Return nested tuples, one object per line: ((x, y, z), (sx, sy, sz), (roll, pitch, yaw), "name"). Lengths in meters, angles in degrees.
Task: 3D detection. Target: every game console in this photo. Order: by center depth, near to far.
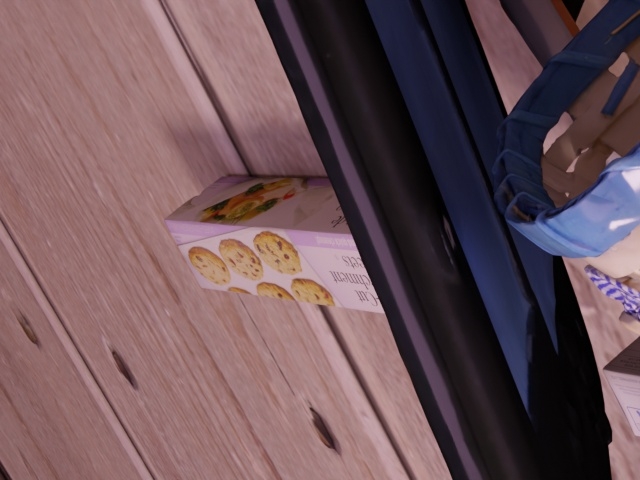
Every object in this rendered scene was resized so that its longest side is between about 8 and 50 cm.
((0.044, -0.047, 0.772), (0.342, 0.060, 0.386), (-85, -27, -73), "game console")

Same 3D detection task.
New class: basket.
((0.131, -0.086, 0.673), (0.289, 0.201, 0.255), (47, -171, -5), "basket")

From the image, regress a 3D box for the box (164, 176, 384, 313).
((0.000, 0.000, 1.262), (0.324, 0.063, 0.067), (6, 130, 59), "box")

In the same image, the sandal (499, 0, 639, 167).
((0.116, -0.126, 0.859), (0.265, 0.076, 0.102), (61, -174, 10), "sandal")

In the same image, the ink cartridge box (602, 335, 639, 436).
((0.236, 0.060, 0.878), (0.207, 0.097, 0.046), (6, 129, 59), "ink cartridge box")
